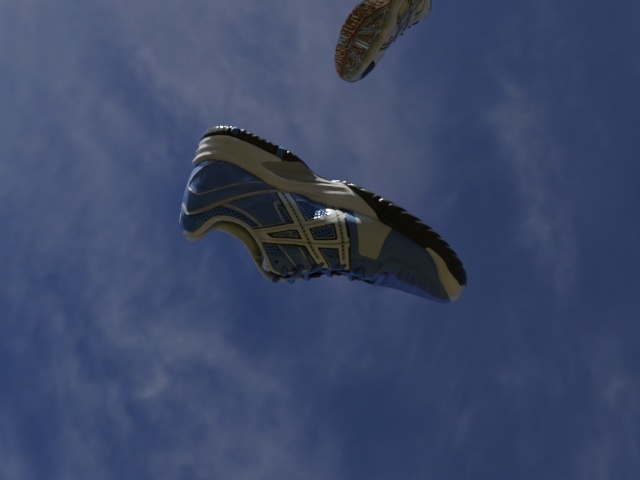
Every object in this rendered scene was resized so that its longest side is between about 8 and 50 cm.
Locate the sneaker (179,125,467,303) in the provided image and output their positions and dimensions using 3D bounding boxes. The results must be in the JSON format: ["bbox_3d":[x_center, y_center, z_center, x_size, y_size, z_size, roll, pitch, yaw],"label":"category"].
[{"bbox_3d":[0.000,0.000,0.897,0.211,0.080,0.081,24,-105,4],"label":"sneaker"}]

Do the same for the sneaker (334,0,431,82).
[{"bbox_3d":[0.039,-0.115,0.655,0.032,0.037,0.083,38,-77,45],"label":"sneaker"}]
